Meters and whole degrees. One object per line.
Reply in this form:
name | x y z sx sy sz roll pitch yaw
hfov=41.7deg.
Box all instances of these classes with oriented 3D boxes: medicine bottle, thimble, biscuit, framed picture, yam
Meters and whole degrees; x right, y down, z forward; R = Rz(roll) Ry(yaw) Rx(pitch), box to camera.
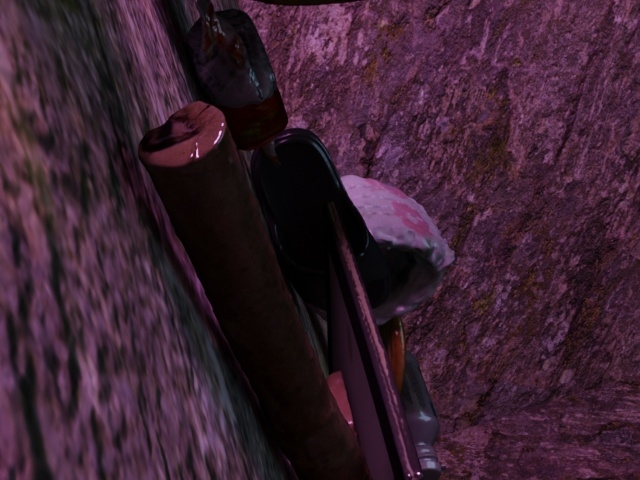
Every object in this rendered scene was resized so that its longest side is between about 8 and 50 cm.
medicine bottle | 0.123 0.296 1.381 0.135 0.135 0.215 71 1 -54
thimble | 0.067 0.014 1.156 0.149 0.211 0.185 -110 -170 -48
biscuit | 0.078 0.193 1.266 0.203 0.041 0.260 -161 -107 -65
framed picture | 0.034 0.159 0.661 0.347 0.016 0.265 -105 -169 -61
yam | -0.018 0.067 0.425 0.327 0.045 0.045 72 23 -47

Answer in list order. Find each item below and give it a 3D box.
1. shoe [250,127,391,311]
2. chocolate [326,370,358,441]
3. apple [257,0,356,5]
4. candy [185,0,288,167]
shoe | 0.000 0.000 0.899 0.093 0.108 0.241 -103 168 -61
chocolate | 0.009 0.146 0.672 0.101 0.031 0.065 -104 -165 -65
apple | -0.036 -0.306 0.565 0.258 0.233 0.295 -82 168 -54
candy | -0.065 -0.128 0.709 0.292 0.059 0.086 72 -1 -80
